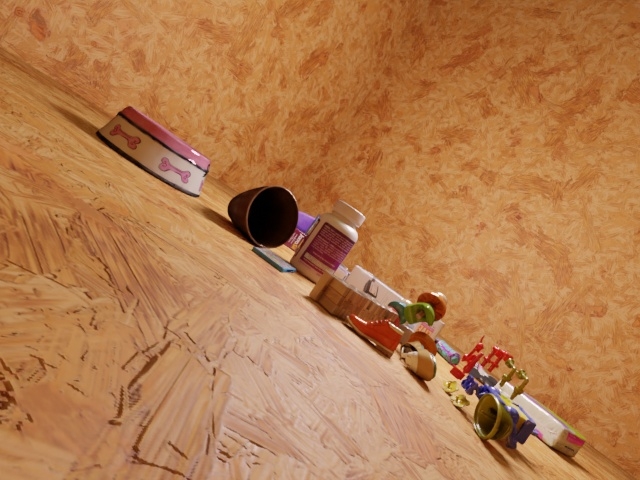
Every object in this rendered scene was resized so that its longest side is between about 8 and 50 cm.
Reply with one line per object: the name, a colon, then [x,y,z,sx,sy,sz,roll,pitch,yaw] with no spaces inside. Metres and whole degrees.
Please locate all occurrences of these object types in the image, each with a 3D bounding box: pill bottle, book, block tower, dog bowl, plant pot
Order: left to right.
dog bowl: [-0.591,-0.334,1.504,0.408,0.150,0.408,35,2,-2]
plant pot: [-0.232,-0.100,1.455,0.230,0.215,0.215,16,-13,47]
pill bottle: [0.033,0.005,1.513,0.169,0.302,0.169,35,2,-1]
block tower: [0.111,0.199,1.229,0.335,0.091,0.097,32,2,-46]
book: [0.434,0.376,1.665,0.035,0.144,0.096,33,2,-45]

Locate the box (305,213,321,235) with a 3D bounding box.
box: [0.000,0.000,2.233,0.183,0.233,0.059,36,-1,7]

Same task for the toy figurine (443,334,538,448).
toy figurine: [0.479,0.413,1.011,0.217,0.191,0.362,40,3,3]

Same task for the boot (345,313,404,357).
boot: [0.147,0.233,1.093,0.158,0.085,0.059,34,3,8]

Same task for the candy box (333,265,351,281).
candy box: [0.108,0.178,2.095,0.165,0.070,0.196,36,2,37]

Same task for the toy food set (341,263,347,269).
toy food set: [0.020,0.089,2.524,0.306,0.092,0.220,35,2,-11]

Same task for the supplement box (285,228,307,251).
supplement box: [-0.159,-0.027,2.060,0.188,0.104,0.081,34,2,-13]

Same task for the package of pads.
package of pads: [0.851,0.695,1.595,0.229,0.101,0.296,33,3,-32]

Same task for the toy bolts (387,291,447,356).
toy bolts: [0.328,0.276,1.392,0.228,0.218,0.158,-1,14,45]

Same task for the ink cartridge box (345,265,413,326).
ink cartridge box: [0.290,0.274,1.967,0.307,0.129,0.223,36,2,38]

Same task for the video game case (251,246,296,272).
video game case: [-0.146,0.063,1.303,0.119,0.015,0.166,35,1,11]

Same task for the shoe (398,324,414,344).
shoe: [0.290,0.329,1.495,0.178,0.064,0.081,31,5,25]

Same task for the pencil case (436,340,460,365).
pencil case: [0.602,0.532,1.923,0.070,0.064,0.151,51,-3,-14]

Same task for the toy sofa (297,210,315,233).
toy sofa: [-0.177,-0.113,2.348,0.362,0.150,0.177,23,5,-12]

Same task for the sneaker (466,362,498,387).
sneaker: [0.795,0.673,2.002,0.178,0.072,0.077,47,-2,42]

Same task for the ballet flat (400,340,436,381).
ballet flat: [0.263,0.332,1.124,0.073,0.080,0.232,7,-3,4]

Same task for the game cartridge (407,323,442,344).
game cartridge: [0.524,0.480,2.109,0.294,0.060,0.196,33,6,-45]
